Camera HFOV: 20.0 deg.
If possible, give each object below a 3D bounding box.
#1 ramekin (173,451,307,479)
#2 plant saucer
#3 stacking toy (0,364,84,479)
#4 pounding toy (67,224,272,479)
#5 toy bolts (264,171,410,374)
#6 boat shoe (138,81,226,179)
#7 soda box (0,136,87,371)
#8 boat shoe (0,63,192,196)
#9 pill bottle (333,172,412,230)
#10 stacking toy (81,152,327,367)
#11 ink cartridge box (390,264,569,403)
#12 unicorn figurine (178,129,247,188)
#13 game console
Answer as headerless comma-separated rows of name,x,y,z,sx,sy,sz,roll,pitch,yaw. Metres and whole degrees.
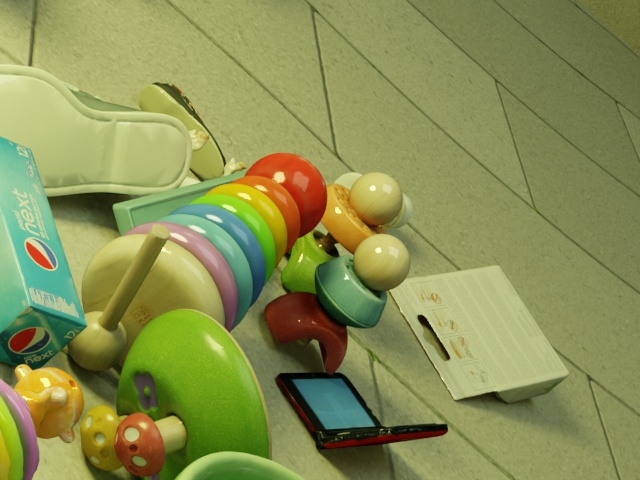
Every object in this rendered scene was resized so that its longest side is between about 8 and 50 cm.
ramekin,-0.050,0.323,1.349,0.303,0.148,0.303,40,24,-22
plant saucer,-0.121,-0.024,1.818,0.192,0.018,0.067,-17,92,-43
stacking toy,-0.252,0.140,1.220,0.175,0.166,0.302,54,26,5
pounding toy,-0.149,0.134,1.491,0.110,0.183,0.237,-14,63,-37
toy bolts,0.000,0.000,1.935,0.218,0.158,0.228,32,24,-35
boat shoe,-0.146,-0.124,2.021,0.133,0.049,0.042,49,29,10
soda box,-0.269,0.005,1.549,0.067,0.071,0.210,25,33,-45
boat shoe,-0.265,-0.102,1.743,0.099,0.116,0.319,12,2,41
pill bottle,0.066,-0.046,2.278,0.116,0.065,0.065,14,41,-56
stacking toy,-0.085,0.001,1.720,0.141,0.141,0.330,49,36,-2
ink cartridge box,0.187,0.124,2.281,0.225,0.056,0.181,-9,59,-43
unicorn figurine,-0.125,-0.046,1.893,0.162,0.111,0.060,38,-4,28
game console,0.045,0.169,1.872,0.144,0.124,0.085,5,75,-60
